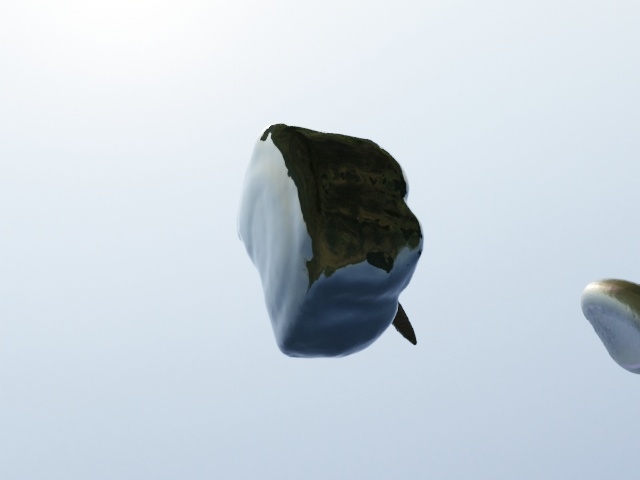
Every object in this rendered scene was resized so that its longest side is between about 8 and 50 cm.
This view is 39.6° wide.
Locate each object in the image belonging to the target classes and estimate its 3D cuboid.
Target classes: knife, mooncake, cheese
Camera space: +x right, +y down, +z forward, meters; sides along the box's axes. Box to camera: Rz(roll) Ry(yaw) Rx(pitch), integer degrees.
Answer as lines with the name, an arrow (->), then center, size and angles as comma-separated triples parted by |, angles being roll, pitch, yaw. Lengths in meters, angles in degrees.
knife -> 0.038, 0.020, 0.784 | 0.023, 0.170, 0.010 | -32, 174, -7
mooncake -> 0.000, 0.000, 0.654 | 0.104, 0.175, 0.168 | 6, 162, -29
cheese -> 0.281, 0.070, 0.735 | 0.037, 0.097, 0.192 | -33, 179, -10
